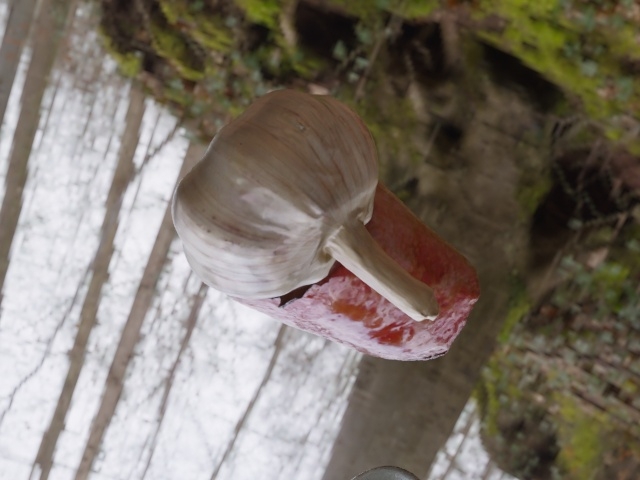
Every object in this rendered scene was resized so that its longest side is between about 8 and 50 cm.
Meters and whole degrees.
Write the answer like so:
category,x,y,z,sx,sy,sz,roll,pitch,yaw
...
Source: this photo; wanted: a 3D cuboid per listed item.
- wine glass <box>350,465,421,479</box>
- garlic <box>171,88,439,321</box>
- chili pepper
category,x,y,z,sx,sy,sz,roll,pitch,yaw
wine glass,0.108,0.301,1.264,0.196,0.165,0.165,39,-170,-43
garlic,0.000,0.000,1.111,0.226,0.199,0.199,42,-150,13
chili pepper,0.042,0.014,1.602,0.251,0.229,0.305,-11,155,43
